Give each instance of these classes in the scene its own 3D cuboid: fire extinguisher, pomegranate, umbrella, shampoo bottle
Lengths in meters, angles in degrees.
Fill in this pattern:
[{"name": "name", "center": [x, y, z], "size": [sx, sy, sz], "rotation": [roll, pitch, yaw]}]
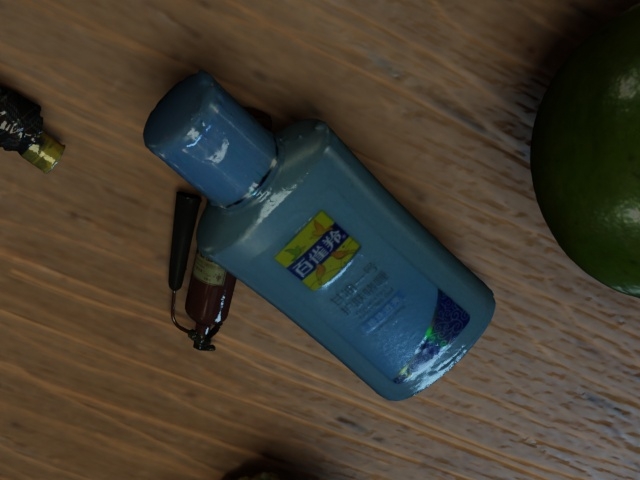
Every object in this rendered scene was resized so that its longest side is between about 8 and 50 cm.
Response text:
[{"name": "fire extinguisher", "center": [-0.070, -0.001, 0.634], "size": [0.049, 0.035, 0.173], "rotation": [7, 114, -17]}, {"name": "pomegranate", "center": [0.211, -0.026, 0.586], "size": [0.159, 0.190, 0.241], "rotation": [-7, 125, 26]}, {"name": "umbrella", "center": [-0.205, -0.087, 0.564], "size": [0.144, 0.040, 0.037], "rotation": [38, 98, -26]}, {"name": "shampoo bottle", "center": [0.000, 0.000, 0.605], "size": [0.104, 0.061, 0.258], "rotation": [-44, 126, 6]}]

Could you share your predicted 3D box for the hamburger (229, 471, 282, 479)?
[{"name": "hamburger", "center": [-0.048, 0.306, 0.745], "size": [0.211, 0.132, 0.309], "rotation": [35, 108, -24]}]
